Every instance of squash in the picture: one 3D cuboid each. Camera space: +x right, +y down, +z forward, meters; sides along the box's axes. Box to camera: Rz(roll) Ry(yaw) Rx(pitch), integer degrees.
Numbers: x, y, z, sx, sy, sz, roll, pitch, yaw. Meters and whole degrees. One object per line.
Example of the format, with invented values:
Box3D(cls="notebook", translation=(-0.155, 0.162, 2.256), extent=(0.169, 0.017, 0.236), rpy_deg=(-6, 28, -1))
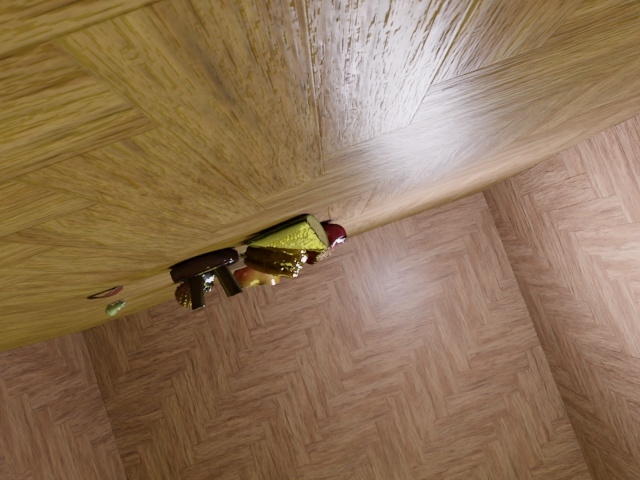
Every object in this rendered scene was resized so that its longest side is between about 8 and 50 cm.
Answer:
Box3D(cls="squash", translation=(-0.118, -0.003, 1.493), extent=(0.252, 0.093, 0.169), rpy_deg=(-21, 131, 20))

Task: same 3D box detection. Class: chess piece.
Box3D(cls="chess piece", translation=(-1.069, 0.347, 2.189), extent=(0.149, 0.059, 0.059), rpy_deg=(-27, 173, 31))

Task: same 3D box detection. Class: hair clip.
Box3D(cls="hair clip", translation=(-0.831, 0.208, 1.612), extent=(0.137, 0.022, 0.054), rpy_deg=(-19, 173, 2))

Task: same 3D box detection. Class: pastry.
Box3D(cls="pastry", translation=(-0.171, 0.058, 1.611), extent=(0.240, 0.132, 0.235), rpy_deg=(15, -176, -22))

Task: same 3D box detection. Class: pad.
Box3D(cls="pad", translation=(-0.339, 0.082, 1.933), extent=(0.266, 0.002, 0.176), rpy_deg=(-18, 156, -17))

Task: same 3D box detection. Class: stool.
Box3D(cls="stool", translation=(-0.432, 0.153, 1.632), extent=(0.272, 0.178, 0.272), rpy_deg=(-19, 178, -1))

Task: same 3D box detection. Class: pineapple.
Box3D(cls="pineapple", translation=(-0.674, 0.256, 2.294), extent=(0.279, 0.157, 0.158), rpy_deg=(-35, 169, 30))

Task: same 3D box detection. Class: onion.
Box3D(cls="onion", translation=(0.010, 0.006, 1.895), extent=(0.248, 0.161, 0.248), rpy_deg=(-23, -174, 3))

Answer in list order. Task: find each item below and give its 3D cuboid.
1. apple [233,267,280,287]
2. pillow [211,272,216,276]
Box3D(cls="apple", translation=(-0.396, 0.195, 2.523), extent=(0.293, 0.163, 0.251), rpy_deg=(-5, -179, -10))
Box3D(cls="pillow", translation=(-0.594, 0.188, 2.387), extent=(0.203, 0.038, 0.113), rpy_deg=(-21, 179, 38))
